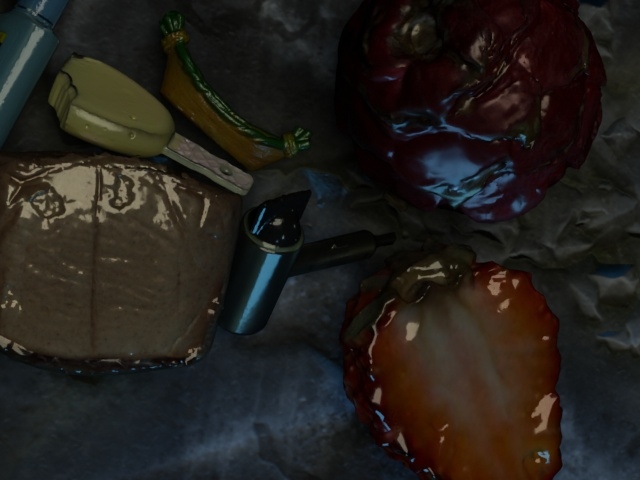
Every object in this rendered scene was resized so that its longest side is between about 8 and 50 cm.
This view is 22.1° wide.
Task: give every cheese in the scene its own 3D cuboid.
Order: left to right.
[{"bbox_3d":[-0.191,-0.121,1.858,0.255,0.127,0.050,29,120,-3],"label":"cheese"}]

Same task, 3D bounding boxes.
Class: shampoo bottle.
[{"bbox_3d":[-0.355,-0.188,1.840,0.061,0.104,0.258,36,75,-42],"label":"shampoo bottle"}]

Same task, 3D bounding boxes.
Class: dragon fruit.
[{"bbox_3d":[0.166,-0.180,1.874,0.329,0.329,0.329,1,86,-15],"label":"dragon fruit"}]

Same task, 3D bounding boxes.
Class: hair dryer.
[{"bbox_3d":[0.000,0.000,1.902,0.248,0.195,0.078,-15,56,-37],"label":"hair dryer"}]

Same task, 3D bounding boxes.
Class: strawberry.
[{"bbox_3d":[0.152,0.168,1.938,0.265,0.149,0.336,-32,105,-21],"label":"strawberry"}]

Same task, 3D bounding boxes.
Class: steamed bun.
[{"bbox_3d":[-0.253,0.013,1.807,0.301,0.199,0.251,10,99,-18],"label":"steamed bun"}]

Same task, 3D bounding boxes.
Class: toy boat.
[{"bbox_3d":[-0.114,-0.164,1.906,0.229,0.089,0.088,41,91,-6],"label":"toy boat"}]
